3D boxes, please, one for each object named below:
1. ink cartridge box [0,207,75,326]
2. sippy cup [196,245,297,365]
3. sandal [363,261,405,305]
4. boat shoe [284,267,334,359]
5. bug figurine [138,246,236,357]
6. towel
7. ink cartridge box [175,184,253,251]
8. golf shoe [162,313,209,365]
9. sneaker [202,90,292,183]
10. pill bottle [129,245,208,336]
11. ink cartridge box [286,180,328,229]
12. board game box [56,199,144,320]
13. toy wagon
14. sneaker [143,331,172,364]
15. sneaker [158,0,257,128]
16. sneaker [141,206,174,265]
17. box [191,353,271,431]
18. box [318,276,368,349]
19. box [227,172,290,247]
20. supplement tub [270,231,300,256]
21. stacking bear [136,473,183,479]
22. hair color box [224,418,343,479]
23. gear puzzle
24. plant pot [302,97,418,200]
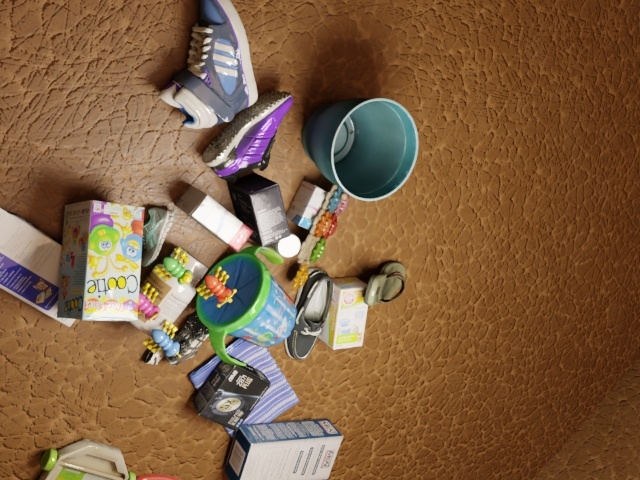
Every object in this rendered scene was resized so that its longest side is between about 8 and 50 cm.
[{"bbox_3d":[-0.699,0.059,1.669,0.165,0.065,0.333,-51,125,-5],"label":"ink cartridge box"},{"bbox_3d":[-0.190,0.186,1.930,0.305,0.240,0.224,-45,134,1],"label":"sippy cup"},{"bbox_3d":[0.217,0.148,2.157,0.303,0.086,0.120,-26,125,-65],"label":"sandal"},{"bbox_3d":[-0.033,0.236,2.105,0.114,0.091,0.302,1,106,-31],"label":"boat shoe"},{"bbox_3d":[-0.360,0.158,1.737,0.279,0.072,0.216,-47,114,-7],"label":"bug figurine"},{"bbox_3d":[-0.225,0.452,2.101,0.243,0.040,0.335,-36,121,-15],"label":"towel"},{"bbox_3d":[-0.284,-0.060,1.832,0.175,0.127,0.072,41,83,-34],"label":"ink cartridge box"},{"bbox_3d":[-0.363,0.276,1.947,0.198,0.077,0.093,-38,157,-29],"label":"golf shoe"},{"bbox_3d":[-0.172,-0.270,1.851,0.293,0.102,0.146,-44,127,-5],"label":"sneaker"},{"bbox_3d":[-0.408,0.135,1.825,0.131,0.131,0.229,41,84,-34],"label":"pill bottle"},{"bbox_3d":[-0.039,-0.102,1.985,0.052,0.088,0.122,22,95,-34],"label":"ink cartridge box"},{"bbox_3d":[-0.528,0.053,1.655,0.142,0.144,0.275,8,82,-44],"label":"board game box"},{"bbox_3d":[-0.691,0.717,1.901,0.267,0.068,0.344,32,90,-34],"label":"toy wagon"},{"bbox_3d":[-0.448,0.300,1.921,0.109,0.040,0.044,-52,141,-1],"label":"sneaker"},{"bbox_3d":[-0.300,-0.433,1.690,0.236,0.130,0.322,-30,125,-23],"label":"sneaker"},{"bbox_3d":[-0.445,-0.015,1.804,0.076,0.065,0.166,22,91,-18],"label":"sneaker"},{"bbox_3d":[-0.260,0.446,2.015,0.147,0.077,0.180,37,90,-34],"label":"box"},{"bbox_3d":[0.072,0.225,2.156,0.114,0.103,0.203,-2,108,-31],"label":"box"},{"bbox_3d":[-0.168,-0.085,1.875,0.093,0.156,0.158,-24,117,-23],"label":"box"},{"bbox_3d":[-0.107,0.002,1.967,0.071,0.107,0.070,-7,108,-20],"label":"supplement tub"},{"bbox_3d":[-0.473,0.858,2.033,0.164,0.175,0.288,0,116,-23],"label":"stacking bear"},{"bbox_3d":[-0.114,0.675,2.187,0.347,0.105,0.173,7,109,-35],"label":"hair color box"},{"bbox_3d":[0.000,0.000,2.014,0.338,0.044,0.175,-63,165,3],"label":"gear puzzle"},{"bbox_3d":[0.087,-0.270,1.901,0.272,0.255,0.271,-10,111,-27],"label":"plant pot"}]
